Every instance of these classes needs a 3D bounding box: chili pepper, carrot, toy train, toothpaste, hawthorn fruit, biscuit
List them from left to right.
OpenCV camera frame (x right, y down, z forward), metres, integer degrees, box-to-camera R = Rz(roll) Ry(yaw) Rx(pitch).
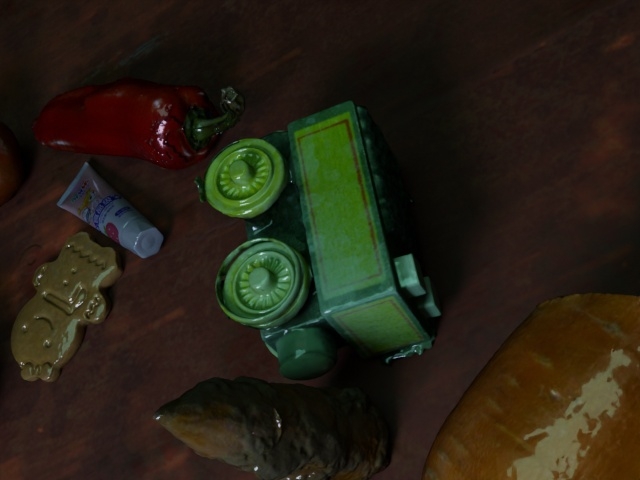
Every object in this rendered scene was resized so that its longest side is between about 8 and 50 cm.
[{"bbox_3d":[-0.461,-0.106,1.260,0.133,0.138,0.132,-15,59,27],"label":"hawthorn fruit"},{"bbox_3d":[-0.312,0.075,1.157,0.184,0.027,0.133,-50,55,-1],"label":"biscuit"},{"bbox_3d":[-0.259,-0.036,1.176,0.194,0.043,0.067,31,87,42],"label":"toothpaste"},{"bbox_3d":[-0.230,-0.144,1.174,0.388,0.110,0.110,9,72,38],"label":"chili pepper"},{"bbox_3d":[-0.045,0.161,0.826,0.102,0.263,0.102,-13,68,34],"label":"carrot"},{"bbox_3d":[0.000,0.000,0.942,0.188,0.159,0.271,-18,59,14],"label":"toy train"},{"bbox_3d":[0.179,0.180,0.728,0.214,0.193,0.331,28,82,37],"label":"carrot"}]
